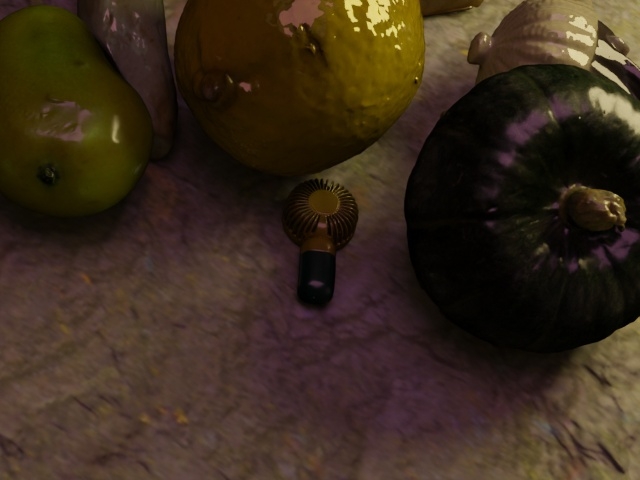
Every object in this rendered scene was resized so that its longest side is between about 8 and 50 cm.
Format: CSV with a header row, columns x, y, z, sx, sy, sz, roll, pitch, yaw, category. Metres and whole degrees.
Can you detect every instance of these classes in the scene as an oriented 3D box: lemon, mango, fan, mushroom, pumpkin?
x,y,z,sx,sy,sz,roll,pitch,yaw,category
-0.022,-0.200,1.439,0.268,0.268,0.322,34,50,13,lemon
-0.287,-0.133,1.412,0.185,0.149,0.273,-23,54,-24,mango
0.000,0.000,1.441,0.082,0.039,0.155,7,55,-6,fan
-0.224,-0.243,1.541,0.107,0.087,0.333,4,57,-20,mushroom
0.233,-0.029,1.377,0.300,0.207,0.300,-1,93,-12,pumpkin

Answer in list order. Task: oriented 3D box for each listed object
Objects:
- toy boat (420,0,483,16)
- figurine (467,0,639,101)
x,y,z,sx,sy,sz,roll,pitch,yaw,category
0.069,-0.334,1.660,0.310,0.089,0.115,-11,55,-18,toy boat
0.329,-0.151,1.527,0.332,0.185,0.204,35,21,19,figurine
